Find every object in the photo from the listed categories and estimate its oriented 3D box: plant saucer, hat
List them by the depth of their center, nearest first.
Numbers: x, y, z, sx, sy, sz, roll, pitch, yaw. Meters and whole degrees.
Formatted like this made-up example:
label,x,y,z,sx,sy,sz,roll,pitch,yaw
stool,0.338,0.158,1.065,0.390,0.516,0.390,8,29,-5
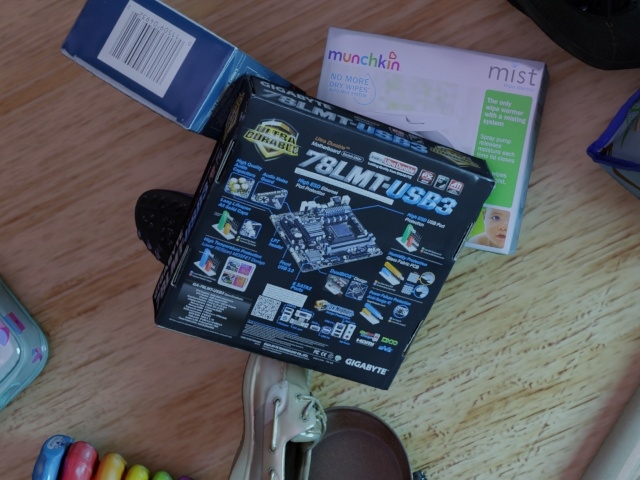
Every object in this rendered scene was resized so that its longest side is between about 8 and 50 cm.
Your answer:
label,x,y,z,sx,sy,sz,roll,pitch,yaw
hat,0.278,-0.330,1.549,0.134,0.331,0.331,-11,86,52
plant saucer,0.029,0.304,1.644,0.198,0.036,0.199,-9,71,27

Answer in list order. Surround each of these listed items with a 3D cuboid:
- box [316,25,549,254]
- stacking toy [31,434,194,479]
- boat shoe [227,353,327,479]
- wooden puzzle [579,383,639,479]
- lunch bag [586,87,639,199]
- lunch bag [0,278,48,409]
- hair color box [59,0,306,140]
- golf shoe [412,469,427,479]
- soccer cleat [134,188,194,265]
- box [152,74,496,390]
label,x,y,z,sx,sy,sz,roll,pitch,yaw
box,0.125,-0.119,1.613,0.262,0.127,0.231,12,93,11
stacking toy,-0.208,0.346,1.670,0.301,0.175,0.166,8,94,0
boat shoe,-0.038,0.221,1.623,0.098,0.109,0.302,6,77,29
wooden puzzle,0.508,0.286,1.560,0.348,0.080,0.322,32,95,14
lunch bag,0.499,-0.067,1.370,0.328,0.385,0.239,33,97,-6
lunch bag,-0.504,0.164,1.739,0.279,0.108,0.224,-43,85,8
hair color box,-0.146,-0.192,1.551,0.174,0.347,0.105,32,95,11
golf shoe,0.103,0.381,1.634,0.094,0.077,0.198,-4,87,11
soccer cleat,-0.087,0.001,1.675,0.318,0.116,0.109,16,117,27
box,0.000,0.000,1.490,0.295,0.073,0.293,17,112,-17
